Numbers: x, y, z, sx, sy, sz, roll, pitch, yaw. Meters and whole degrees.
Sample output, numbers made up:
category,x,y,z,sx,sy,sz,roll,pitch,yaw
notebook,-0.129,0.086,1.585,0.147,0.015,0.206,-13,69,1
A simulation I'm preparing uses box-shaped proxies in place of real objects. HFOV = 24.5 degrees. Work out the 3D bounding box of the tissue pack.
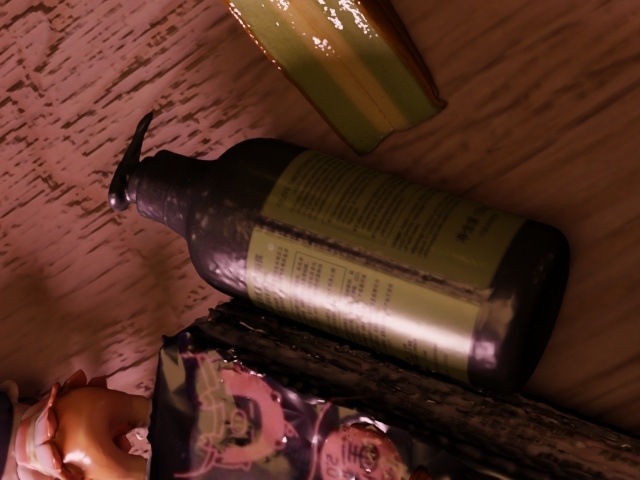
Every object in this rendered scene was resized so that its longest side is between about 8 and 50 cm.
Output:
category,x,y,z,sx,sy,sz,roll,pitch,yaw
tissue pack,0.048,0.195,0.875,0.332,0.123,0.245,19,112,23

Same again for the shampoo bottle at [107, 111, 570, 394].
category,x,y,z,sx,sy,sz,roll,pitch,yaw
shampoo bottle,0.000,0.000,0.871,0.284,0.101,0.101,19,105,19

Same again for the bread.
category,x,y,z,sx,sy,sz,roll,pitch,yaw
bread,0.011,-0.132,0.893,0.074,0.084,0.139,-32,116,24

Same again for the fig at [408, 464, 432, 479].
category,x,y,z,sx,sy,sz,roll,pitch,yaw
fig,0.019,0.214,0.767,0.146,0.134,0.201,2,86,1

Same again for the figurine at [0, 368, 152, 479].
category,x,y,z,sx,sy,sz,roll,pitch,yaw
figurine,-0.204,0.132,0.982,0.195,0.102,0.111,-16,59,28
